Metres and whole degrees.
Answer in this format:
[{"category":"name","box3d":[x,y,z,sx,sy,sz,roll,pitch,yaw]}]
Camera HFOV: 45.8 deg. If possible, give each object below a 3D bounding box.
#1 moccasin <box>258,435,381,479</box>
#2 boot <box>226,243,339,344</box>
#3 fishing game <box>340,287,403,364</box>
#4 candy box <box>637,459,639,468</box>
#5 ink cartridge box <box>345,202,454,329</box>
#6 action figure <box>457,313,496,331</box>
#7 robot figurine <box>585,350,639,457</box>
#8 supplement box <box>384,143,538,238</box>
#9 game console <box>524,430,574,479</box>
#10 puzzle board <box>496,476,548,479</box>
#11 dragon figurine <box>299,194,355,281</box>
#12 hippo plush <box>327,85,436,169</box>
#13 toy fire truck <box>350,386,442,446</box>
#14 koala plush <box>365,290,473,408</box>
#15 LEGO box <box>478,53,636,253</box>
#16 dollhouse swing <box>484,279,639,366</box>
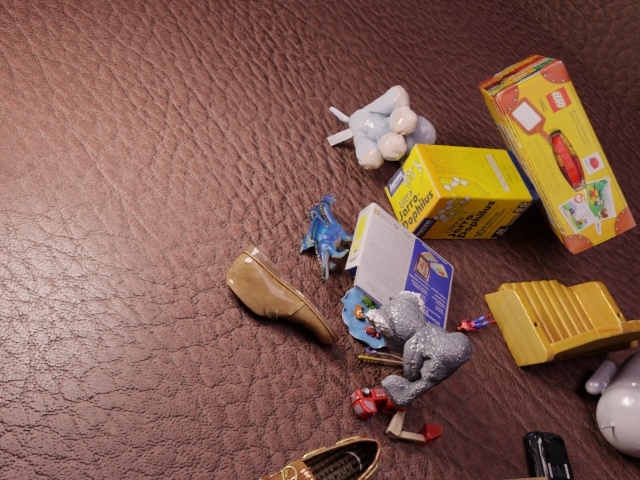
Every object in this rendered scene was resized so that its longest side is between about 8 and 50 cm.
[{"category":"moccasin","box3d":[-0.029,0.488,1.463,0.380,0.147,0.139,-13,61,-36]},{"category":"boot","box3d":[-0.090,0.153,1.766,0.305,0.112,0.115,42,76,2]},{"category":"fishing game","box3d":[0.137,0.183,1.882,0.189,0.041,0.264,16,47,-20]},{"category":"candy box","box3d":[0.914,0.612,1.939,0.187,0.053,0.109,8,51,-21]},{"category":"ink cartridge box","box3d":[0.201,0.100,1.916,0.304,0.072,0.307,39,43,-19]},{"category":"action figure","box3d":[0.408,0.222,2.004,0.115,0.030,0.038,-8,53,-28]},{"category":"robot figurine","box3d":[0.841,0.420,1.953,0.300,0.199,0.353,27,41,28]},{"category":"supplement box","box3d":[0.403,-0.135,2.179,0.357,0.194,0.195,-1,54,-28]},{"category":"game console","box3d":[0.565,0.615,1.753,0.213,0.044,0.361,13,50,-19]},{"category":"puzzle board","box3d":[0.459,0.583,1.707,0.128,0.011,0.096,-5,47,0]},{"category":"dragon figurine","box3d":[0.000,0.000,1.926,0.144,0.085,0.289,32,45,-2]},{"category":"hippo plush","box3d":[0.205,-0.285,2.217,0.237,0.294,0.234,26,60,-44]},{"category":"toy fire truck","box3d":[0.170,0.399,1.715,0.192,0.047,0.135,2,52,-27]},{"category":"koala plush","box3d":[0.211,0.219,1.706,0.196,0.203,0.221,-20,68,-43]},{"category":"LEGO box","box3d":[0.666,-0.262,2.185,0.500,0.193,0.372,60,11,-13]},{"category":"dollhouse swing","box3d":[0.698,0.172,2.011,0.347,0.305,0.315,-2,55,-29]}]
